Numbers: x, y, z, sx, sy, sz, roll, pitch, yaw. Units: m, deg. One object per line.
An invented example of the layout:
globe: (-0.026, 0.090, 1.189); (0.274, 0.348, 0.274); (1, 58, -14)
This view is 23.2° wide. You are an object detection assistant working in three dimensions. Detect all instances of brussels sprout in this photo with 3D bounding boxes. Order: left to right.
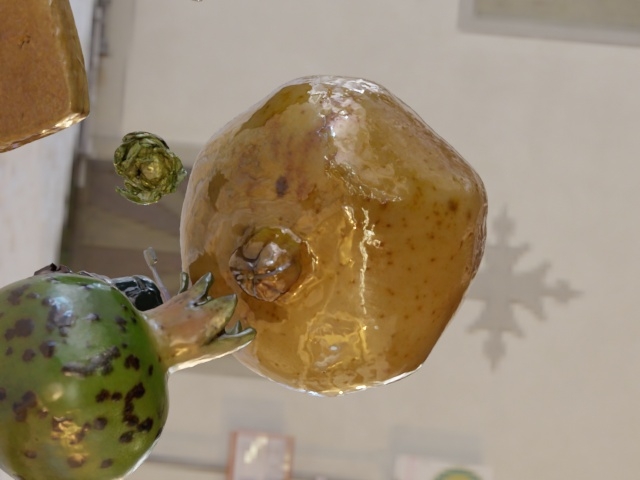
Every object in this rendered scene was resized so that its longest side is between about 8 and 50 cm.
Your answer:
brussels sprout: (-0.194, -0.084, 1.756); (0.058, 0.085, 0.085); (-110, -156, -78)

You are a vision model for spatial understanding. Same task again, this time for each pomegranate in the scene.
pomegranate: (-0.234, 0.113, 1.575); (0.286, 0.231, 0.231); (-49, 173, -10)
pomegranate: (0.000, 0.000, 1.828); (0.410, 0.410, 0.410); (-175, -90, -90)

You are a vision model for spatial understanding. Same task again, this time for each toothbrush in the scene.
toothbrush: (-0.236, 0.089, 2.402); (0.017, 0.014, 0.194); (-42, -124, 28)

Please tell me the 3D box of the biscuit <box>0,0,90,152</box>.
biscuit: (-0.238, -0.138, 1.020); (0.212, 0.238, 0.041); (-62, 158, 12)

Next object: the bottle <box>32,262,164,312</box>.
bottle: (-0.308, 0.100, 1.796); (0.156, 0.271, 0.143); (-32, -104, 60)
